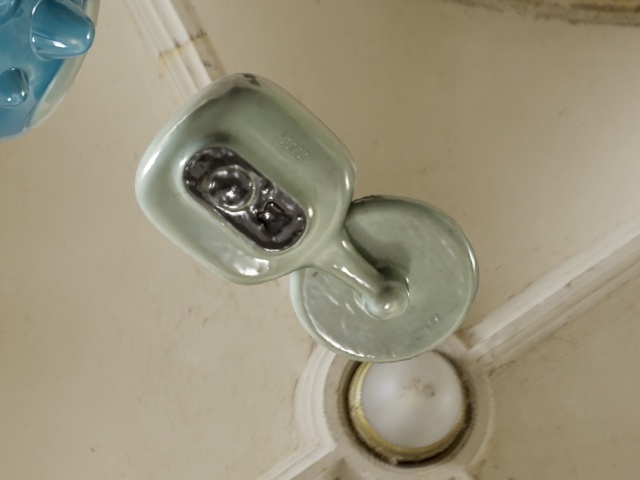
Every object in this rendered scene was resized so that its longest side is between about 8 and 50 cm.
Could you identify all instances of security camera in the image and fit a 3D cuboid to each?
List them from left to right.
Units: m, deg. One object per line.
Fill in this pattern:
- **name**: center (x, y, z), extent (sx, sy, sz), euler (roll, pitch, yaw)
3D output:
- **security camera**: center (0.000, 0.000, 0.778), extent (0.302, 0.080, 0.157), euler (38, -73, -19)

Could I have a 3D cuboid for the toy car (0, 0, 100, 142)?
- **toy car**: center (-0.227, -0.153, 0.592), extent (0.190, 0.255, 0.188), euler (21, -94, 29)
